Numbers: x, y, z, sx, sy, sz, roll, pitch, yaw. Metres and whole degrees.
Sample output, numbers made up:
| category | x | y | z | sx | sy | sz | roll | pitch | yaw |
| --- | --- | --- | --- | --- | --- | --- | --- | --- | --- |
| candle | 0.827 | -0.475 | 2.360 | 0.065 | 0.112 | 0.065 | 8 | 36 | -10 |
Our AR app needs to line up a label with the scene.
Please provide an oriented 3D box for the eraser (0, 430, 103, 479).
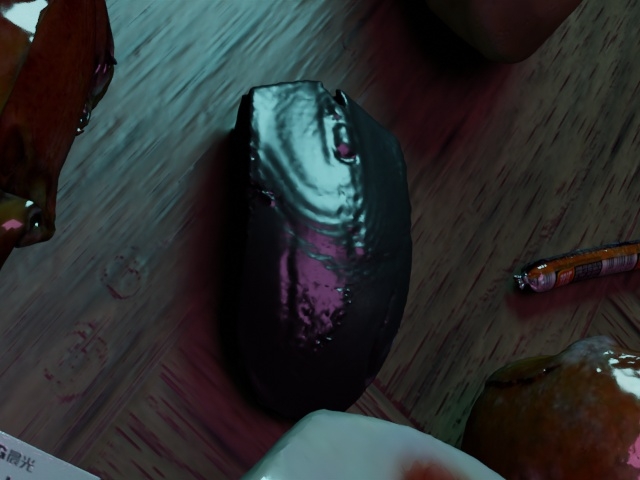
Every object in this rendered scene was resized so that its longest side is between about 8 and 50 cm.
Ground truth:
| category | x | y | z | sx | sy | sz | roll | pitch | yaw |
| --- | --- | --- | --- | --- | --- | --- | --- | --- | --- |
| eraser | -0.145 | 0.129 | 0.553 | 0.122 | 0.029 | 0.052 | 33 | 54 | -24 |

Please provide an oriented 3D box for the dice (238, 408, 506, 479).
| category | x | y | z | sx | sy | sz | roll | pitch | yaw |
| --- | --- | --- | --- | --- | --- | --- | --- | --- | --- |
| dice | 0.004 | 0.228 | 0.426 | 0.251 | 0.243 | 0.259 | 44 | 25 | 6 |

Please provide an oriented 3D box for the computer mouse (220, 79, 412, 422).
| category | x | y | z | sx | sy | sz | roll | pitch | yaw |
| --- | --- | --- | --- | --- | --- | --- | --- | --- | --- |
| computer mouse | 0.000 | 0.000 | 0.692 | 0.122 | 0.073 | 0.217 | 18 | 60 | -31 |

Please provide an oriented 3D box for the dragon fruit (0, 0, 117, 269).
| category | x | y | z | sx | sy | sz | roll | pitch | yaw |
| --- | --- | --- | --- | --- | --- | --- | --- | --- | --- |
| dragon fruit | -0.204 | -0.102 | 0.480 | 0.250 | 0.250 | 0.315 | -27 | 74 | -41 |

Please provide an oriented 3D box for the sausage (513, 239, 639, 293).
| category | x | y | z | sx | sy | sz | roll | pitch | yaw |
| --- | --- | --- | --- | --- | --- | --- | --- | --- | --- |
| sausage | 0.217 | 0.018 | 0.884 | 0.198 | 0.025 | 0.028 | -10 | 106 | -39 |

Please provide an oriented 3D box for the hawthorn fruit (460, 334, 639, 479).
| category | x | y | z | sx | sy | sz | roll | pitch | yaw |
| --- | --- | --- | --- | --- | --- | --- | --- | --- | --- |
| hawthorn fruit | 0.171 | 0.149 | 0.702 | 0.172 | 0.173 | 0.173 | 15 | 63 | -32 |

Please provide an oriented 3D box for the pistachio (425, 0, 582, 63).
| category | x | y | z | sx | sy | sz | roll | pitch | yaw |
| --- | --- | --- | --- | --- | --- | --- | --- | --- | --- |
| pistachio | 0.159 | -0.262 | 0.869 | 0.181 | 0.162 | 0.293 | 56 | 43 | -41 |
